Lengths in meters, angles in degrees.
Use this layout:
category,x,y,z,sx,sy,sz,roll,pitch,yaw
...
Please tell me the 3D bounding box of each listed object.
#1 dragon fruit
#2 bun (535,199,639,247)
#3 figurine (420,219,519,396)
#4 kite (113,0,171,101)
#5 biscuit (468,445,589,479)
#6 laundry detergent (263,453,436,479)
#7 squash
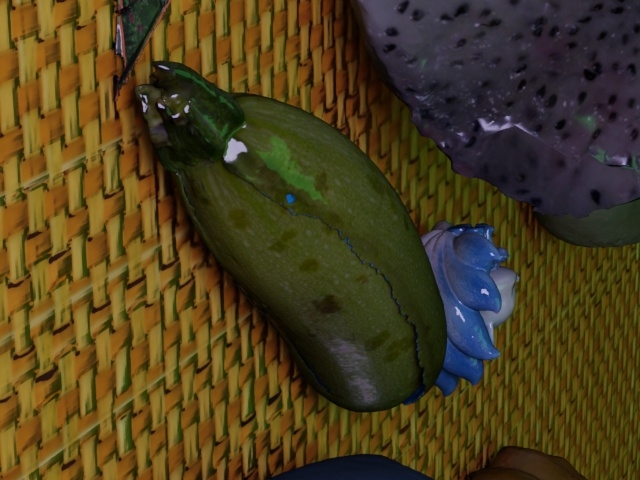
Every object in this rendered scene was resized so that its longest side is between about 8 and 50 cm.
category,x,y,z,sx,sy,sz,roll,pitch,yaw
dragon fruit,0.127,-0.167,1.068,0.283,0.204,0.221,28,33,-26
bun,0.225,-0.088,1.414,0.195,0.118,0.195,11,90,-68
figurine,0.082,0.043,1.164,0.114,0.079,0.114,175,-90,-70
kite,-0.064,-0.179,0.844,0.183,0.014,0.241,-2,99,-66
biscuit,0.142,0.310,1.364,0.325,0.107,0.326,-29,124,-58
laundry detergent,-0.025,0.178,0.948,0.290,0.094,0.143,12,103,-64
squash,0.000,0.000,0.949,0.341,0.094,0.094,56,47,-56
